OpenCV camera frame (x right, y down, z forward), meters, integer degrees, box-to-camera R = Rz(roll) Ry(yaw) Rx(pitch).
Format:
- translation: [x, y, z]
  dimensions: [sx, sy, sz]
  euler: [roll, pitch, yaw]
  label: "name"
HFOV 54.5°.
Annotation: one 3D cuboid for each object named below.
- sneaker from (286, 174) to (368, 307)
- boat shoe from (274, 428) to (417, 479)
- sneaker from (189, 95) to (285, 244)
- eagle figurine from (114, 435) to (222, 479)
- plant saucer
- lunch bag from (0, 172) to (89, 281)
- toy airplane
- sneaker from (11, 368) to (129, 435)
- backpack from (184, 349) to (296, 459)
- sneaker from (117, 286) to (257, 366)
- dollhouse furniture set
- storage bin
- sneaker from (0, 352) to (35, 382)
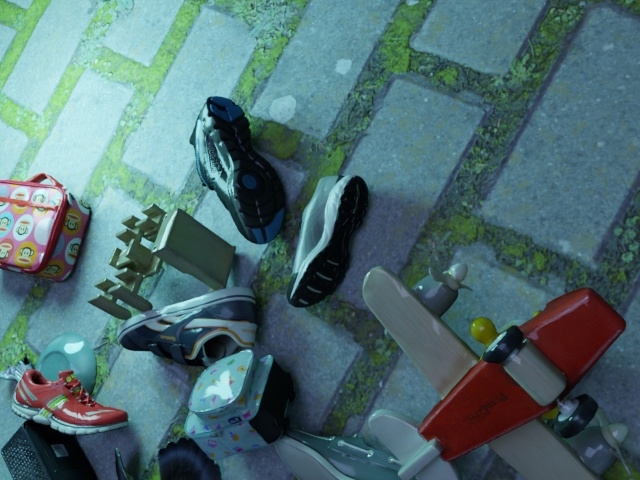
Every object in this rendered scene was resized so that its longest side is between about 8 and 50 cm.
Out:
- translation: [0.000, 0.000, 1.187]
  dimensions: [0.108, 0.100, 0.272]
  euler: [16, 81, 43]
  label: "sneaker"
- translation: [0.059, 0.391, 1.065]
  dimensions: [0.319, 0.116, 0.099]
  euler: [14, 40, 35]
  label: "boat shoe"
- translation: [-0.179, -0.132, 1.308]
  dimensions: [0.139, 0.125, 0.341]
  euler: [-41, 62, 43]
  label: "sneaker"
- translation: [-0.315, 0.544, 1.167]
  dimensions: [0.226, 0.225, 0.298]
  euler: [15, 45, -10]
  label: "eagle figurine"
- translation: [-0.601, 0.307, 1.428]
  dimensions: [0.194, 0.037, 0.195]
  euler: [-7, 73, 25]
  label: "plant saucer"
- translation: [-0.713, -0.044, 1.536]
  dimensions: [0.293, 0.120, 0.258]
  euler: [8, 76, 26]
  label: "lunch bag"
- translation: [0.259, 0.222, 0.928]
  dimensions: [0.384, 0.272, 0.386]
  euler: [3, 115, 37]
  label: "toy airplane"
- translation: [-0.536, 0.339, 1.325]
  dimensions: [0.278, 0.107, 0.119]
  euler: [10, 85, 14]
  label: "sneaker"
- translation: [-0.160, 0.303, 1.136]
  dimensions: [0.188, 0.144, 0.166]
  euler: [-32, 25, 26]
  label: "backpack"
- translation: [-0.273, 0.196, 1.244]
  dimensions: [0.321, 0.126, 0.128]
  euler: [-19, 67, 21]
  label: "sneaker"
- translation: [-0.323, 0.050, 1.296]
  dimensions: [0.242, 0.161, 0.212]
  euler: [-20, 45, 36]
  label: "dollhouse furniture set"
- translation: [-0.577, 0.478, 1.322]
  dimensions: [0.084, 0.122, 0.180]
  euler: [-48, 62, 9]
  label: "storage bin"
- translation: [-0.724, 0.304, 1.491]
  dimensions: [0.098, 0.038, 0.069]
  euler: [7, 78, 18]
  label: "sneaker"
